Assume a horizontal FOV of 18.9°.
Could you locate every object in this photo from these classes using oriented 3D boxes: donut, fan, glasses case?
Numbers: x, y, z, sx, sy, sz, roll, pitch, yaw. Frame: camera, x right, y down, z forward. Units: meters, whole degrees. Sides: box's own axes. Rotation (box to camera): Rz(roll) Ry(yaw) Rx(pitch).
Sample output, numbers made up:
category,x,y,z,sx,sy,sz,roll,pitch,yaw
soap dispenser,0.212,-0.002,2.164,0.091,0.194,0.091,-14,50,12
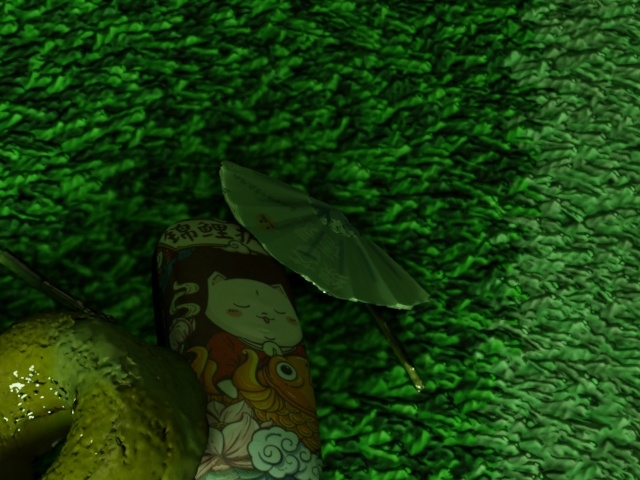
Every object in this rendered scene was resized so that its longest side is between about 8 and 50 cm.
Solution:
category,x,y,z,sx,sy,sz,roll,pitch,yaw
donut,-0.226,0.174,1.578,0.272,0.107,0.272,-21,44,22
fan,0.000,0.000,1.812,0.240,0.009,0.131,34,36,-1
glasses case,-0.077,0.106,1.696,0.122,0.082,0.321,8,44,-21

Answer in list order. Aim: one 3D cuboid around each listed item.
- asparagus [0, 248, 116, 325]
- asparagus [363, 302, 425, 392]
category,x,y,z,sx,sy,sz,roll,pitch,yaw
asparagus,-0.242,0.046,1.768,0.127,0.015,0.018,33,62,9
asparagus,0.054,0.074,1.808,0.016,0.013,0.166,-18,65,-31
